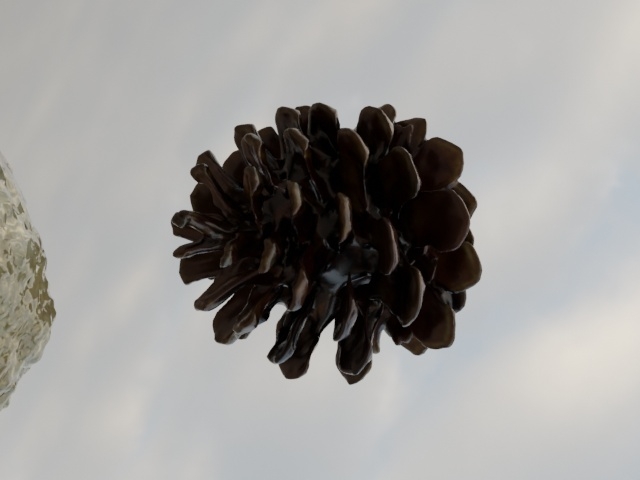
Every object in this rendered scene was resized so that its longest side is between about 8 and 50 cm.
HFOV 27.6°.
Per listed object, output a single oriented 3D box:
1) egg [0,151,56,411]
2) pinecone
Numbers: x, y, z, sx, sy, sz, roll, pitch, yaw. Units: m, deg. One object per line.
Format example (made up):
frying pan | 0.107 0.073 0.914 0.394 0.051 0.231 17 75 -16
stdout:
egg | -0.308 0.017 0.808 0.279 0.310 0.279 -2 -94 26
pinecone | -0.007 0.002 1.119 0.264 0.264 0.264 -44 -146 41
